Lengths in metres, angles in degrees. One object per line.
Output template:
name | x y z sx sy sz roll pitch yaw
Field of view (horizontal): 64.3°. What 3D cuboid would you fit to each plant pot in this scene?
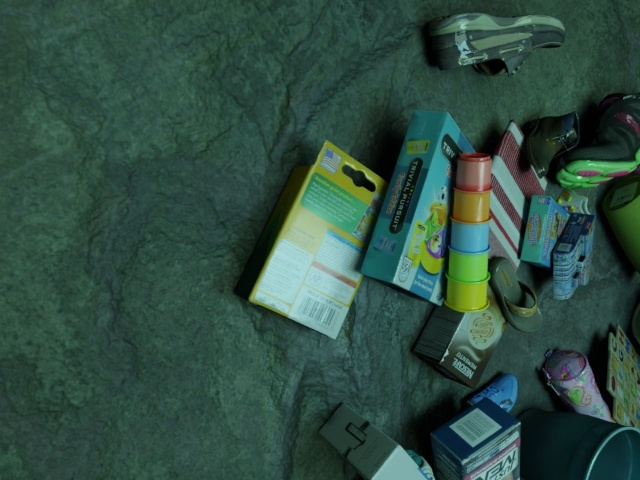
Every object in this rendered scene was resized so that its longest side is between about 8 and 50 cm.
plant pot | 0.622 0.550 1.274 0.271 0.255 0.272 -3 96 -29
plant pot | 0.949 -0.042 1.425 0.293 0.275 0.275 39 75 -10

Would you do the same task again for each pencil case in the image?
pencil case | 0.711 0.427 1.396 0.124 0.124 0.284 -43 113 -19

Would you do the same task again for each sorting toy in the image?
sorting toy | 0.679 -0.090 1.355 0.045 0.075 0.083 -24 105 -26

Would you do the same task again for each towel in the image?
towel | 0.439 -0.086 1.201 0.237 0.037 0.329 45 64 -35

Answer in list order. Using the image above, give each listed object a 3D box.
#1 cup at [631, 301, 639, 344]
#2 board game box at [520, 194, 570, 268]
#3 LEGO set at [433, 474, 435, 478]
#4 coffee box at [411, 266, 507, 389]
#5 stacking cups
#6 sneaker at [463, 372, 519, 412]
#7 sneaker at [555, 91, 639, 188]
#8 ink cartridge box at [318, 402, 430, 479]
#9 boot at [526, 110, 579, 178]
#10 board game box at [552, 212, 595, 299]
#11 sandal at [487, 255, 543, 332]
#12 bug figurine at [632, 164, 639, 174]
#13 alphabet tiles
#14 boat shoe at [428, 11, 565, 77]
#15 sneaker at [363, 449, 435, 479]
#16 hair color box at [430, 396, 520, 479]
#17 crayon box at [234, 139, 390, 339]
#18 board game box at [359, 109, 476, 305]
cup | 1.086 0.265 1.505 0.237 0.331 0.331 22 83 -2
board game box | 0.564 -0.013 1.272 0.210 0.047 0.160 15 86 -52
LEGO set | 0.151 0.631 1.128 0.287 0.107 0.132 -63 153 -15
coffee box | 0.337 0.193 1.173 0.141 0.098 0.246 37 76 -27
stacking cups | 0.299 -0.013 1.019 0.096 0.096 0.316 -16 115 -27
sneaker | 0.410 0.397 1.247 0.209 0.069 0.082 -44 118 -18
sneaker | 0.776 -0.279 1.363 0.483 0.185 0.202 -27 89 -28
ink cartridge box | 0.108 0.431 1.007 0.086 0.203 0.148 -46 113 -16
boot | 0.553 -0.235 1.203 0.082 0.106 0.219 50 42 -29
board game box | 0.658 0.062 1.322 0.194 0.060 0.194 -45 131 -38
sandal | 0.449 0.126 1.141 0.090 0.060 0.219 -42 113 -23
bug figurine | 1.018 -0.181 1.459 0.216 0.279 0.072 16 107 -11
alphabet tiles | 0.908 0.428 1.498 0.342 0.011 0.285 42 55 -31
boat shoe | 0.396 -0.436 1.153 0.355 0.132 0.130 -8 108 -20
sneaker | 0.117 0.554 1.079 0.275 0.110 0.107 -34 117 -2
hair color box | 0.360 0.550 1.164 0.174 0.105 0.347 -23 120 -22
crayon box | 0.000 0.000 0.979 0.203 0.083 0.323 30 80 -28
board game box | 0.221 -0.054 1.045 0.254 0.079 0.336 26 81 -54
